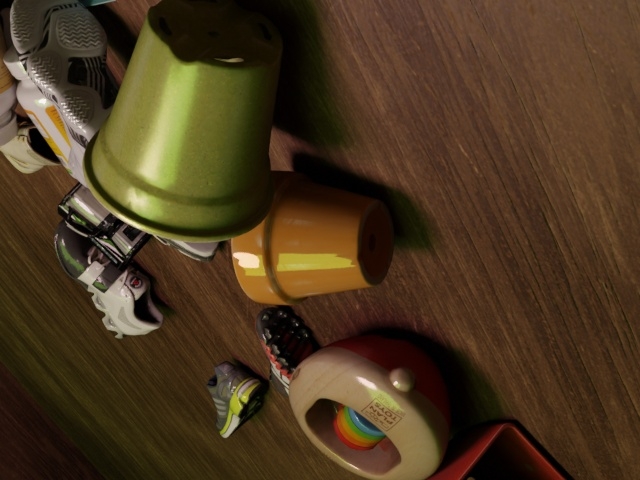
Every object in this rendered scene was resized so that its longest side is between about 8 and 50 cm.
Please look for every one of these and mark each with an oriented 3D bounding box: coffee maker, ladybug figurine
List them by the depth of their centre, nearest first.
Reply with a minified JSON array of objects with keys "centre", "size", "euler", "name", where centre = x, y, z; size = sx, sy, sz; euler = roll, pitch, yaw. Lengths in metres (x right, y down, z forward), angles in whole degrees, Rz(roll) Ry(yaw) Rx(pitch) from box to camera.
[{"centre":[0.101,0.290,2.015],"size":[0.305,0.162,0.449],"euler":[39,154,1],"name":"ladybug figurine"},{"centre":[-0.428,-0.042,2.272],"size":[0.178,0.120,0.171],"euler":[44,177,-6],"name":"coffee maker"}]

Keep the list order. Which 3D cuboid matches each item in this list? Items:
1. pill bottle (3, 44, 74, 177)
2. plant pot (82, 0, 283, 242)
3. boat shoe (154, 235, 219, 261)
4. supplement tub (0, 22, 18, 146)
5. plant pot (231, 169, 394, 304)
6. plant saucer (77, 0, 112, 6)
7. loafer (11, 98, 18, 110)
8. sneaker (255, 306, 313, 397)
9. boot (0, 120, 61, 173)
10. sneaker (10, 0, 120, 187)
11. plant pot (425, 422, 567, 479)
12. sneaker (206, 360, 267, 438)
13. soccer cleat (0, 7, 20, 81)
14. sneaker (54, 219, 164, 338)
[{"centre":[-0.429,-0.235,1.920],"size":[0.136,0.136,0.245],"euler":[13,143,43],"name":"pill bottle"},{"centre":[-0.165,-0.182,1.522],"size":[0.276,0.276,0.254],"euler":[33,130,15],"name":"plant pot"},{"centre":[-0.291,-0.030,2.125],"size":[0.219,0.078,0.070],"euler":[36,152,5],"name":"boat shoe"},{"centre":[-0.640,-0.309,1.887],"size":[0.228,0.228,0.316],"euler":[16,125,40],"name":"supplement tub"},{"centre":[0.000,0.000,1.682],"size":[0.188,0.205,0.205],"euler":[4,139,28],"name":"plant pot"},{"centre":[-0.378,-0.392,1.743],"size":[0.192,0.018,0.067],"euler":[5,138,50],"name":"plant saucer"},{"centre":[-0.674,-0.380,2.060],"size":[0.366,0.134,0.130],"euler":[63,173,-22],"name":"loafer"},{"centre":[-0.062,0.237,2.217],"size":[0.135,0.097,0.276],"euler":[3,137,48],"name":"sneaker"},{"centre":[-0.615,-0.222,2.253],"size":[0.213,0.077,0.165],"euler":[47,154,-25],"name":"boot"},{"centre":[-0.377,-0.214,1.793],"size":[0.366,0.137,0.210],"euler":[56,158,8],"name":"sneaker"},{"centre":[0.284,0.494,2.013],"size":[0.267,0.267,0.236],"euler":[46,165,-12],"name":"plant pot"},{"centre":[-0.205,0.362,2.620],"size":[0.121,0.111,0.300],"euler":[45,150,12],"name":"sneaker"},{"centre":[-0.515,-0.325,1.980],"size":[0.076,0.068,0.196],"euler":[34,147,22],"name":"soccer cleat"},{"centre":[-0.452,0.074,2.484],"size":[0.146,0.122,0.330],"euler":[-8,129,34],"name":"sneaker"}]
